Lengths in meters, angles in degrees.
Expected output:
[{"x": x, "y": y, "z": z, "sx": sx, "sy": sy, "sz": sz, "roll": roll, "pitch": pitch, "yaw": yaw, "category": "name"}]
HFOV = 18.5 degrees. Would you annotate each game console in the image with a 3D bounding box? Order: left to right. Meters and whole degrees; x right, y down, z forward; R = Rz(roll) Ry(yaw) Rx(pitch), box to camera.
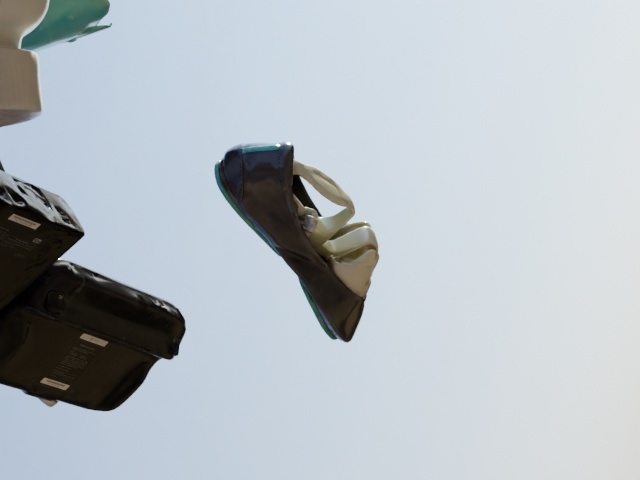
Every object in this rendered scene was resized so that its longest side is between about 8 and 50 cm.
[{"x": -0.219, "y": 0.062, "z": 1.344, "sx": 0.213, "sy": 0.044, "sz": 0.361, "roll": -40, "pitch": -27, "yaw": 11, "category": "game console"}]

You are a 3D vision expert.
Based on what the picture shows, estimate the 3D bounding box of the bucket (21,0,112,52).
[{"x": -0.286, "y": -0.241, "z": 1.431, "sx": 0.183, "sy": 0.281, "sz": 0.281, "roll": -24, "pitch": -28, "yaw": -8, "category": "bucket"}]

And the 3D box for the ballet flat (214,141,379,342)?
[{"x": 0.000, "y": 0.000, "z": 1.374, "sx": 0.203, "sy": 0.074, "sz": 0.074, "roll": 54, "pitch": -129, "yaw": -42, "category": "ballet flat"}]

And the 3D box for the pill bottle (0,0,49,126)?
[{"x": -0.216, "y": -0.175, "z": 1.099, "sx": 0.121, "sy": 0.121, "sz": 0.221, "roll": 5, "pitch": -102, "yaw": -75, "category": "pill bottle"}]

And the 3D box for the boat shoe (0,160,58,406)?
[{"x": -0.281, "y": -0.019, "z": 1.682, "sx": 0.095, "sy": 0.335, "sz": 0.112, "roll": -29, "pitch": 5, "yaw": 2, "category": "boat shoe"}]
